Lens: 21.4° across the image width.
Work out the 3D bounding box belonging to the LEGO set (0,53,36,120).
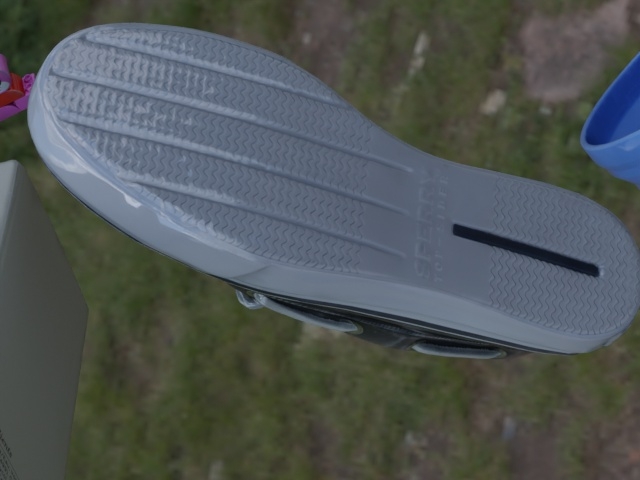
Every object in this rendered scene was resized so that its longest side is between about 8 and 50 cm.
[{"bbox_3d":[-0.324,-0.108,1.200,0.227,0.093,0.087,-25,48,6],"label":"LEGO set"}]

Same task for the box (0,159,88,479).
[{"bbox_3d":[-0.183,0.083,0.819,0.275,0.094,0.113,-93,-13,-57],"label":"box"}]

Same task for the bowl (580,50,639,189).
[{"bbox_3d":[0.366,-0.173,1.248,0.391,0.077,0.391,-42,7,6],"label":"bowl"}]

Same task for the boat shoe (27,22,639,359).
[{"bbox_3d":[0.000,0.000,0.870,0.119,0.335,0.121,-42,31,55],"label":"boat shoe"}]
